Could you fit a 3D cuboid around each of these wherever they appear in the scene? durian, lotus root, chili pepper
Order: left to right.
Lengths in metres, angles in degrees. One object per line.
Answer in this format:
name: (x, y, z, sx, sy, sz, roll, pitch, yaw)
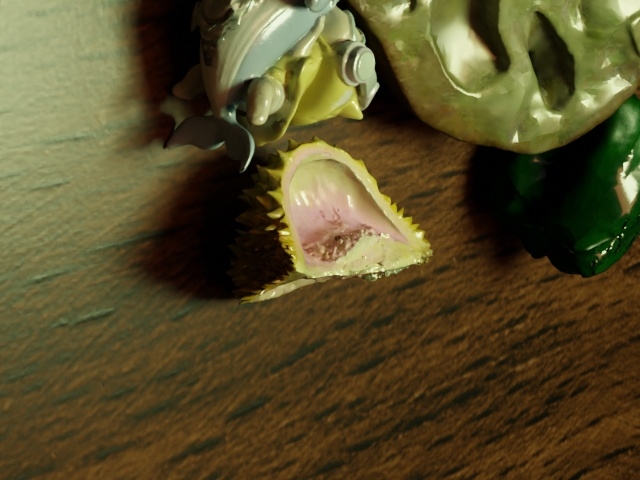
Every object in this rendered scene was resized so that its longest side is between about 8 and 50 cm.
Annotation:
durian: (-0.002, 0.002, 1.408, 0.182, 0.132, 0.165, -38, 148, -31)
lotus root: (0.168, -0.269, 1.489, 0.375, 0.111, 0.390, -2, 118, -21)
chili pepper: (0.283, -0.098, 1.674, 0.165, 0.174, 0.261, 47, 67, -43)

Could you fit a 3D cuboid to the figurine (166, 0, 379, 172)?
figurine: (-0.036, -0.144, 1.366, 0.208, 0.128, 0.184, -57, 136, -12)
